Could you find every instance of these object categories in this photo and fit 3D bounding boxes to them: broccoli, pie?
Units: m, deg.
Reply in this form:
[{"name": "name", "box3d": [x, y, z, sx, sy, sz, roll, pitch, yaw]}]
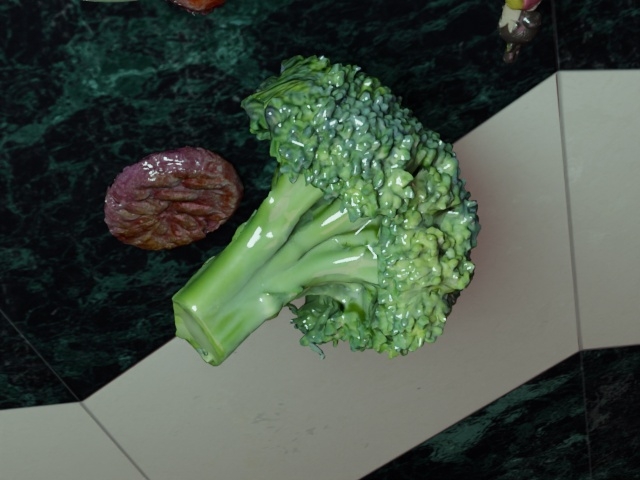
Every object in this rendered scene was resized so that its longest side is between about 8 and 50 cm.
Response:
[{"name": "broccoli", "box3d": [0.023, -0.003, 1.211, 0.249, 0.302, 0.375, 18, 154, 11]}, {"name": "pie", "box3d": [-0.153, -0.041, 1.344, 0.154, 0.036, 0.154, -12, 147, -8]}]

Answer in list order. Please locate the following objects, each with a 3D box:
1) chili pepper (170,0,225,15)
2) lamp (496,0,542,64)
[{"name": "chili pepper", "box3d": [-0.057, -0.262, 1.031, 0.192, 0.084, 0.086, -35, 160, 31]}, {"name": "lamp", "box3d": [0.157, -0.267, 1.102, 0.118, 0.118, 0.253, -12, 149, -9]}]
